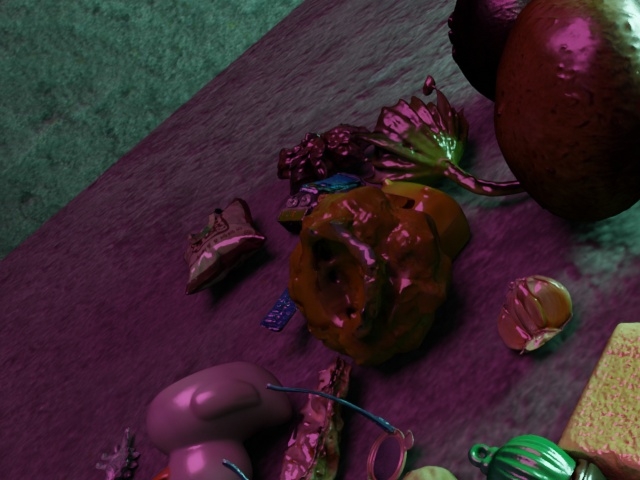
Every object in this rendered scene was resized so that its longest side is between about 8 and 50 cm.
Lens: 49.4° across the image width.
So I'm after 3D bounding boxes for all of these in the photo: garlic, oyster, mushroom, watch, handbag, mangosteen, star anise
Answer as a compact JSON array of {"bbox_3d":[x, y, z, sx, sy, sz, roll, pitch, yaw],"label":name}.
[{"bbox_3d":[0.293,0.099,0.960,0.113,0.074,0.094,-38,67,16],"label":"garlic"},{"bbox_3d":[-0.021,0.327,1.028,0.128,0.078,0.345,-36,27,51],"label":"oyster"},{"bbox_3d":[0.417,-0.190,1.006,0.334,0.356,0.331,-107,27,-67],"label":"mushroom"},{"bbox_3d":[-0.002,0.009,1.290,0.274,0.068,0.276,-35,-34,-69],"label":"watch"},{"bbox_3d":[-0.232,0.012,1.581,0.213,0.127,0.235,-41,29,4],"label":"handbag"},{"bbox_3d":[0.407,-0.385,1.243,0.347,0.307,0.307,3,50,27],"label":"mangosteen"},{"bbox_3d":[0.004,-0.201,1.574,0.236,0.109,0.223,-33,25,-8],"label":"star anise"}]

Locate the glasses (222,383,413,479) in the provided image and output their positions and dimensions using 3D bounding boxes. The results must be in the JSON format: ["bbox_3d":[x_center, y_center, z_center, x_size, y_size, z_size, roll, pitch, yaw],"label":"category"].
[{"bbox_3d":[-0.007,0.299,0.940,0.190,0.220,0.088,-61,-2,-27],"label":"glasses"}]

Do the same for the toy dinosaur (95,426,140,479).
[{"bbox_3d":[-0.390,0.442,1.300,0.082,0.039,0.209,-18,39,30],"label":"toy dinosaur"}]

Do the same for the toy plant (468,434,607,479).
[{"bbox_3d":[0.240,0.283,0.732,0.200,0.105,0.143,16,50,32],"label":"toy plant"}]

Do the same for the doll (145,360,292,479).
[{"bbox_3d":[-0.157,0.316,1.097,0.251,0.221,0.221,-20,26,-20],"label":"doll"}]

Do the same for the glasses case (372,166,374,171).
[{"bbox_3d":[0.170,-0.204,1.490,0.083,0.050,0.196,-9,44,37],"label":"glasses case"}]

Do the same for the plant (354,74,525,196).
[{"bbox_3d":[0.218,-0.159,1.246,0.251,0.180,0.333,-37,30,-6],"label":"plant"}]

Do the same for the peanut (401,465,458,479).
[{"bbox_3d":[0.144,0.355,0.764,0.123,0.123,0.257,-33,31,13],"label":"peanut"}]

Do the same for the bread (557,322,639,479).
[{"bbox_3d":[0.366,0.184,0.782,0.125,0.068,0.188,6,53,50],"label":"bread"}]

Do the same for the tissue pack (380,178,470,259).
[{"bbox_3d":[0.161,-0.035,1.219,0.123,0.127,0.178,-52,32,-13],"label":"tissue pack"}]

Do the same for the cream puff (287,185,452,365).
[{"bbox_3d":[0.068,0.055,1.065,0.282,0.282,0.185,-35,-4,10],"label":"cream puff"}]

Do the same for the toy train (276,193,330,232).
[{"bbox_3d":[-0.009,-0.059,1.498,0.202,0.060,0.081,-3,55,45],"label":"toy train"}]
